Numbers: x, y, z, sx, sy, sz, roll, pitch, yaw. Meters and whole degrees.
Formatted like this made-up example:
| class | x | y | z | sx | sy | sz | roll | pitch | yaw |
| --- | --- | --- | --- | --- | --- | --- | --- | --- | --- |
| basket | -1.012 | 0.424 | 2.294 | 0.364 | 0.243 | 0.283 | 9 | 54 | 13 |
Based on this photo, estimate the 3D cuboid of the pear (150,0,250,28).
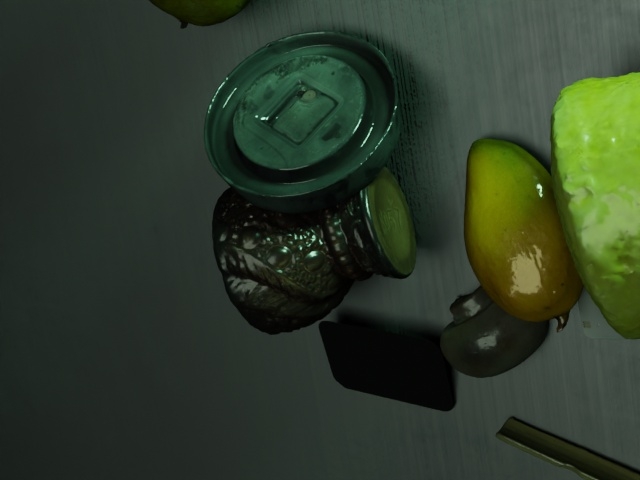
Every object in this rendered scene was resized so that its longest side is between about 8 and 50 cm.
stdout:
| class | x | y | z | sx | sy | sz | roll | pitch | yaw |
| --- | --- | --- | --- | --- | --- | --- | --- | --- | --- |
| pear | -0.200 | -0.490 | 1.676 | 0.287 | 0.287 | 0.375 | 39 | 142 | 19 |

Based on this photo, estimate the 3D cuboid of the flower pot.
| class | x | y | z | sx | sy | sz | roll | pitch | yaw |
| --- | --- | --- | --- | --- | --- | --- | --- | --- | --- |
| flower pot | 0.000 | 0.000 | 1.711 | 0.267 | 0.266 | 0.266 | -16 | 97 | 25 |

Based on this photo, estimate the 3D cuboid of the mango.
| class | x | y | z | sx | sy | sz | roll | pitch | yaw |
| --- | --- | --- | --- | --- | --- | --- | --- | --- | --- |
| mango | 0.300 | -0.011 | 1.579 | 0.177 | 0.119 | 0.316 | -22 | 79 | 36 |

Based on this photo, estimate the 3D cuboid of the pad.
| class | x | y | z | sx | sy | sz | roll | pitch | yaw |
| --- | --- | --- | --- | --- | --- | --- | --- | --- | --- |
| pad | 0.108 | 0.140 | 1.809 | 0.250 | 0.055 | 0.323 | 9 | 112 | 34 |

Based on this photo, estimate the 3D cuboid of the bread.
| class | x | y | z | sx | sy | sz | roll | pitch | yaw |
| --- | --- | --- | --- | --- | --- | --- | --- | --- | --- |
| bread | 0.467 | -0.056 | 1.320 | 0.308 | 0.348 | 0.348 | -9 | 101 | 27 |

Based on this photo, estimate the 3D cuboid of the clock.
| class | x | y | z | sx | sy | sz | roll | pitch | yaw |
| --- | --- | --- | --- | --- | --- | --- | --- | --- | --- |
| clock | -0.026 | -0.188 | 1.650 | 0.319 | 0.318 | 0.066 | 19 | 159 | 29 |

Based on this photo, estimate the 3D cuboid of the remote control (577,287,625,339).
| class | x | y | z | sx | sy | sz | roll | pitch | yaw |
| --- | --- | --- | --- | --- | --- | --- | --- | --- | --- |
| remote control | 0.497 | 0.094 | 1.525 | 0.250 | 0.034 | 0.103 | -5 | 104 | 38 |

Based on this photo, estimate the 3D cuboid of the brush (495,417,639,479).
| class | x | y | z | sx | sy | sz | roll | pitch | yaw |
| --- | --- | --- | --- | --- | --- | --- | --- | --- | --- |
| brush | 0.415 | 0.362 | 1.672 | 0.282 | 0.054 | 0.048 | 23 | 131 | 28 |

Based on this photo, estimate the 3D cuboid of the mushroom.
| class | x | y | z | sx | sy | sz | roll | pitch | yaw |
| --- | --- | --- | --- | --- | --- | --- | --- | --- | --- |
| mushroom | 0.269 | 0.151 | 1.672 | 0.141 | 0.117 | 0.188 | 49 | 124 | -3 |
